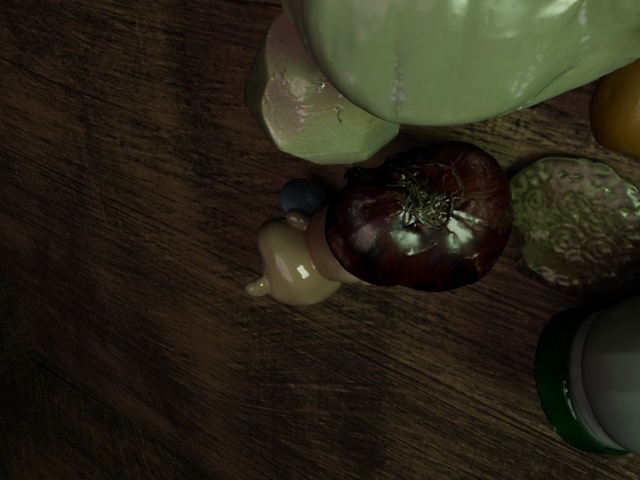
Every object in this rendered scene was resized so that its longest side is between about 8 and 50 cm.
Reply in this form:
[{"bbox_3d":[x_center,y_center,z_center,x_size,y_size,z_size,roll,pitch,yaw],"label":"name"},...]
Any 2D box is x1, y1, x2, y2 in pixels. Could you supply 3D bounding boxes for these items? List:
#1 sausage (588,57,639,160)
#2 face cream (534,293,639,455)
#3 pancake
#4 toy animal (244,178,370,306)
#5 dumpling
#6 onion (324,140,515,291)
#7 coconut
[{"bbox_3d":[0.398,-0.250,0.536,0.134,0.116,0.354,35,132,30],"label":"sausage"},{"bbox_3d":[0.471,0.164,0.645,0.357,0.312,0.220,-25,61,59],"label":"face cream"},{"bbox_3d":[0.366,-0.016,0.782,0.211,0.029,0.235,1,119,38],"label":"pancake"},{"bbox_3d":[0.009,0.019,0.976,0.221,0.210,0.230,20,104,29],"label":"toy animal"},{"bbox_3d":[0.133,-0.242,0.512,0.394,0.233,0.315,19,170,3],"label":"dumpling"},{"bbox_3d":[0.139,-0.026,0.782,0.280,0.280,0.222,-31,73,46],"label":"onion"},{"bbox_3d":[0.000,-0.226,0.771,0.230,0.227,0.227,0,124,4],"label":"coconut"}]
